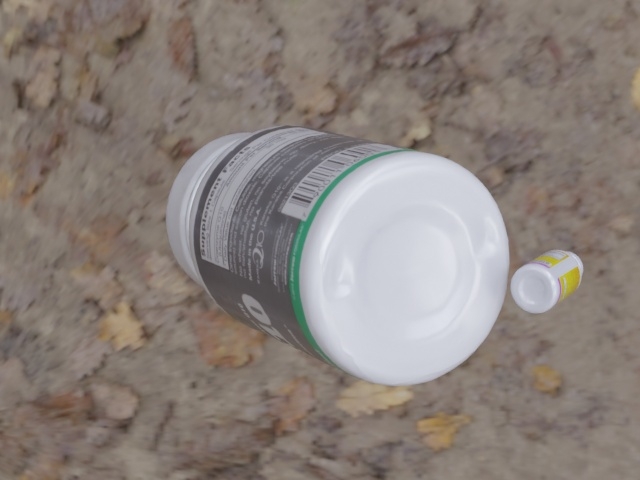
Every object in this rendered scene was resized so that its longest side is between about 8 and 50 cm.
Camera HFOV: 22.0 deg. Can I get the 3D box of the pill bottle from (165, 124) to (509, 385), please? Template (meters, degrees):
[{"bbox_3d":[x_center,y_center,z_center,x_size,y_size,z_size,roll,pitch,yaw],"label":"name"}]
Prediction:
[{"bbox_3d":[0.000,0.000,1.534,0.204,0.361,0.204,-5,101,-26],"label":"pill bottle"}]

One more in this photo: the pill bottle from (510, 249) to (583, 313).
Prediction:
[{"bbox_3d":[0.198,0.033,1.417,0.083,0.043,0.043,-23,89,-58],"label":"pill bottle"}]
